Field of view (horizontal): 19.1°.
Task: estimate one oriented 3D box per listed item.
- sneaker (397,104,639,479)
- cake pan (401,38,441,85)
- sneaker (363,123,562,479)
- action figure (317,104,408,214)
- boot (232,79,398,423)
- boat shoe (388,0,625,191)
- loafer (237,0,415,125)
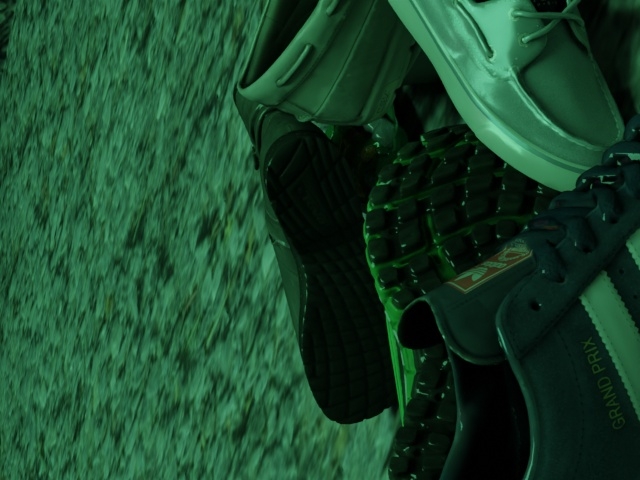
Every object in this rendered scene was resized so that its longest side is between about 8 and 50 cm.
[{"bbox_3d":[0.127,0.016,0.896,0.350,0.148,0.131,-69,14,-7],"label":"sneaker"},{"bbox_3d":[0.070,-0.244,1.387,0.293,0.054,0.293,-176,90,-72],"label":"cake pan"},{"bbox_3d":[0.095,0.074,1.106,0.146,0.134,0.344,74,-162,-54],"label":"sneaker"},{"bbox_3d":[0.025,-0.081,1.477,0.232,0.063,0.137,-123,37,-61],"label":"action figure"},{"bbox_3d":[0.000,0.000,1.425,0.161,0.083,0.246,-118,13,-65],"label":"boot"},{"bbox_3d":[0.110,-0.122,1.104,0.227,0.079,0.081,55,144,31],"label":"boat shoe"},{"bbox_3d":[0.023,-0.215,1.249,0.112,0.111,0.319,-114,33,-52],"label":"loafer"}]
